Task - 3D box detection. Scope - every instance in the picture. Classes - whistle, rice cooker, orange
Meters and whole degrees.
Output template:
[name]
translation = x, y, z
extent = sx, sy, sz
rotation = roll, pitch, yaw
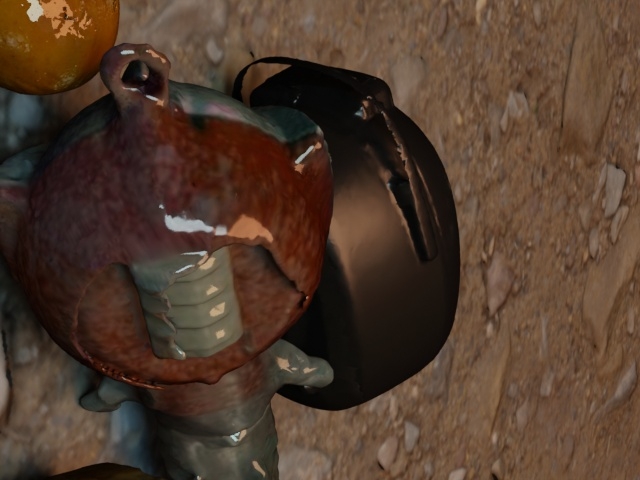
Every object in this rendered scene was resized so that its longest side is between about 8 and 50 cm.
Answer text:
[whistle]
translation = -0.063, 0.043, 0.720
extent = 0.142, 0.134, 0.346
rotation = -27, 137, -19
[rice cooker]
translation = 0.000, -0.001, 0.818
extent = 0.118, 0.142, 0.203
rotation = -35, 123, -36
[orange]
translation = -0.125, -0.103, 0.639
extent = 0.083, 0.070, 0.083
rotation = 34, 39, -34

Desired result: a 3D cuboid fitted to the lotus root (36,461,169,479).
[lotus root]
translation = -0.132, 0.163, 0.697
extent = 0.135, 0.095, 0.159
rotation = -5, 142, -53
